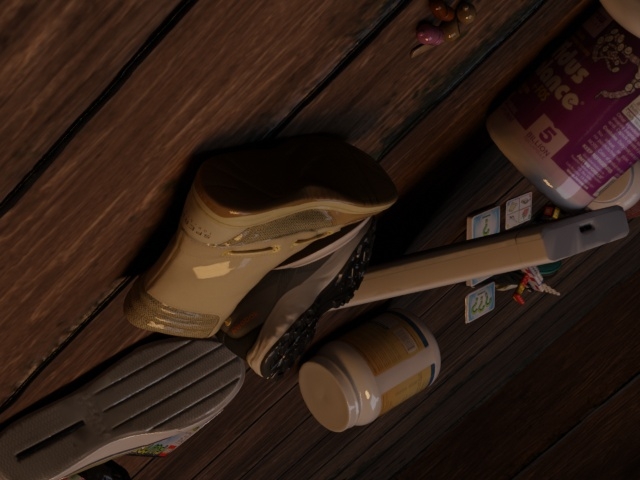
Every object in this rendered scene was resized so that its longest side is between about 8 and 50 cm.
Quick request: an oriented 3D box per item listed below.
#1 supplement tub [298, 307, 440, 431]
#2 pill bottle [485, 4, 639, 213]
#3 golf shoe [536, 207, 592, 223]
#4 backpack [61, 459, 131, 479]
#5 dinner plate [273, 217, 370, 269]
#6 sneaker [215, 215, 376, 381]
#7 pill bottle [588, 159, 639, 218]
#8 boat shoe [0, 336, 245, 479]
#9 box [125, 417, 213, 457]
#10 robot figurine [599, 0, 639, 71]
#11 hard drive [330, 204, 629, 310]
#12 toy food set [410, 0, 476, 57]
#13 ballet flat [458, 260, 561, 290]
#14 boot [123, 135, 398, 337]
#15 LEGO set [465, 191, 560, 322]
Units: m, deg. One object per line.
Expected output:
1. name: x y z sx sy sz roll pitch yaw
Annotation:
1. supplement tub: 0.079 0.208 1.709 0.199 0.144 0.144 -25 157 -34
2. pill bottle: 0.359 -0.189 1.279 0.301 0.169 0.169 -45 160 17
3. golf shoe: 0.455 -0.041 1.960 0.094 0.077 0.198 -54 165 10
4. backpack: -0.313 0.343 1.294 0.182 0.115 0.152 -58 159 -12
5. dinner plate: 0.000 0.000 1.179 0.141 0.017 0.141 -26 -168 6
6. sneaker: -0.021 0.042 1.244 0.271 0.108 0.100 -44 153 -40
7. pill bottle: 0.497 -0.102 1.802 0.121 0.121 0.216 -44 161 17
8. boat shoe: -0.231 0.193 1.211 0.302 0.109 0.094 -21 171 -21
9. box: -0.213 0.237 1.410 0.114 0.036 0.207 -40 161 4
10. robot figurine: 0.368 -0.313 0.962 0.300 0.199 0.353 -61 175 -34
11. hard drive: 0.189 0.024 1.386 0.353 0.047 0.233 -16 179 40
12. toy food set: 0.125 -0.218 1.011 0.078 0.019 0.122 -30 159 -24
13. ballet flat: 0.314 0.040 1.859 0.280 0.095 0.096 4 145 -49
14. boot: -0.057 0.001 1.063 0.262 0.095 0.203 -13 149 -48
15. LEGO set: 0.325 0.022 1.735 0.244 0.060 0.183 -20 116 -44
